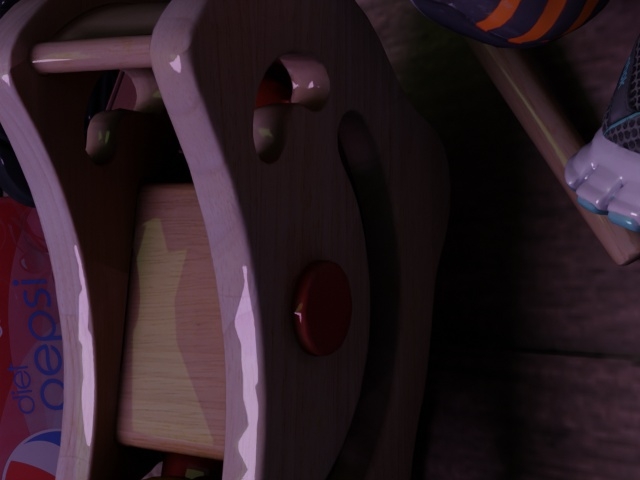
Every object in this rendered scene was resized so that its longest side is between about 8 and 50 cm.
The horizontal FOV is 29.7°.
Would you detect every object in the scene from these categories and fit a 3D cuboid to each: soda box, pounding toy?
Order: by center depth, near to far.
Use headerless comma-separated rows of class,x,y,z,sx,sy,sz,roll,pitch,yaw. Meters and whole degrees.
pounding toy,0.000,0.000,0.358,0.155,0.154,0.269,2,79,32
soda box,-0.173,0.108,0.698,0.083,0.092,0.263,-34,65,51

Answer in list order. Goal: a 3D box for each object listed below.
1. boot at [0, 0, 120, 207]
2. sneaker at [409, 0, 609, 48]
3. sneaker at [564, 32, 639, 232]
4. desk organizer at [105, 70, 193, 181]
boot,-0.187,-0.126,0.701,0.207,0.094,0.246,-12,75,50
sneaker,0.107,-0.189,0.264,0.180,0.125,0.321,33,118,50
sneaker,0.131,-0.022,0.296,0.166,0.065,0.076,31,112,48
desk organizer,-0.063,-0.074,0.576,0.050,0.047,0.130,56,134,34
